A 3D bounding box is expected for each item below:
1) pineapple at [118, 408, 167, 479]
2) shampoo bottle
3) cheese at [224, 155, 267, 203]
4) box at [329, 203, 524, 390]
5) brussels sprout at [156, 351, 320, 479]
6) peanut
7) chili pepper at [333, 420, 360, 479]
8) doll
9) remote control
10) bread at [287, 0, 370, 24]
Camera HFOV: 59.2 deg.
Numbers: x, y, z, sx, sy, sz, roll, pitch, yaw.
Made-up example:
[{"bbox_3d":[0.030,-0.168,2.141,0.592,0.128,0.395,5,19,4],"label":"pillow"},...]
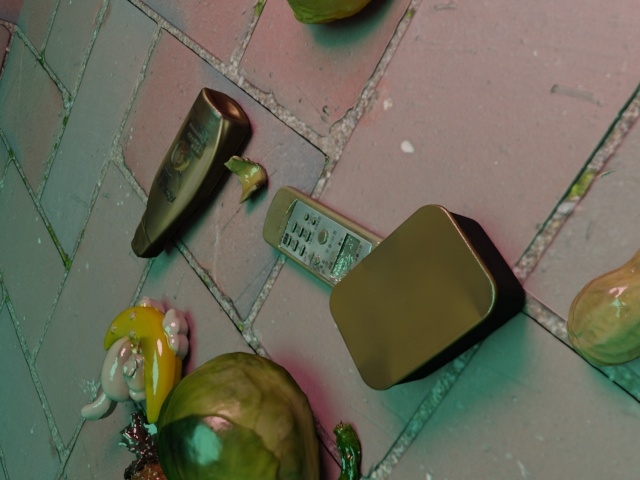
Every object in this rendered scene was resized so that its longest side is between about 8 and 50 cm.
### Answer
[{"bbox_3d":[-0.302,0.410,1.014,0.251,0.125,0.125,45,115,49],"label":"pineapple"},{"bbox_3d":[-0.255,-0.108,1.045,0.350,0.084,0.125,-52,55,27],"label":"shampoo bottle"},{"bbox_3d":[-0.126,-0.111,0.951,0.060,0.041,0.084,-43,72,40],"label":"cheese"},{"bbox_3d":[0.120,0.069,0.653,0.201,0.090,0.144,-46,55,29],"label":"box"},{"bbox_3d":[-0.103,0.289,0.769,0.219,0.210,0.271,-41,73,38],"label":"brussels sprout"},{"bbox_3d":[0.293,0.041,0.495,0.187,0.082,0.082,-49,54,29],"label":"peanut"},{"bbox_3d":[0.035,0.287,0.752,0.030,0.034,0.091,142,126,-73],"label":"chili pepper"},{"bbox_3d":[-0.347,0.232,1.069,0.237,0.111,0.252,2,78,34],"label":"doll"},{"bbox_3d":[0.000,0.000,0.816,0.233,0.038,0.098,32,107,41],"label":"remote control"},{"bbox_3d":[0.004,-0.407,0.779,0.197,0.170,0.197,-9,73,31],"label":"bread"}]
